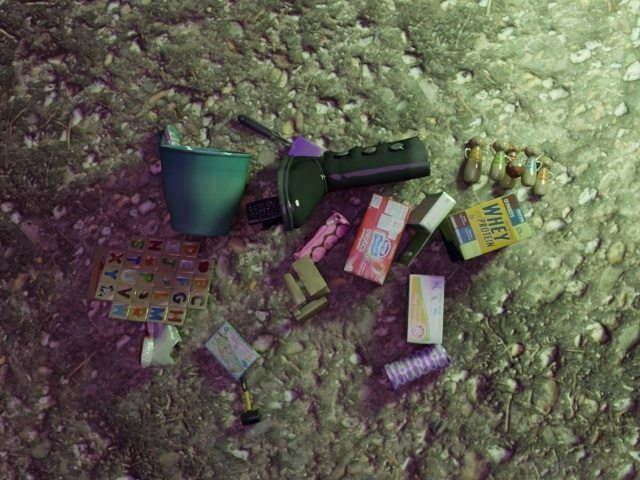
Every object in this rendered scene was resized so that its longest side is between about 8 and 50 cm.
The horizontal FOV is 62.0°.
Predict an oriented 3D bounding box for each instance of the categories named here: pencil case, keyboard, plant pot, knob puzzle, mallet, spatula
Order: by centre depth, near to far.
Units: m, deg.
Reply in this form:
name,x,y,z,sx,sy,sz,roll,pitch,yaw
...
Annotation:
name,x,y,z,sx,sy,sz,roll,pitch,yaw
pencil case,0.295,0.383,1.624,0.206,0.086,0.088,-22,108,3
plant pot,-0.357,-0.152,1.631,0.272,0.271,0.255,7,101,4
pencil case,0.000,0.000,1.663,0.095,0.098,0.209,42,90,6
mallet,-0.224,0.480,1.672,0.063,0.039,0.189,-7,81,4
keyboard,-0.142,-0.094,1.711,0.192,0.038,0.100,-13,85,3
knob puzzle,-0.644,0.116,1.728,0.213,0.030,0.213,0,85,4
spatula,-0.140,-0.333,1.733,0.297,0.030,0.084,29,92,6

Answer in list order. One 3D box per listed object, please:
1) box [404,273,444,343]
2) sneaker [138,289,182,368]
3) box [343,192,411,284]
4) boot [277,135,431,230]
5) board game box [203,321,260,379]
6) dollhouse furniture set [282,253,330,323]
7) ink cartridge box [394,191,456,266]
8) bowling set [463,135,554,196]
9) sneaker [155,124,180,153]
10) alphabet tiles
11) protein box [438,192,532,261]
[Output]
name,x,y,z,sx,sy,sz,roll,pitch,yaw
box,0.313,0.206,1.618,0.103,0.114,0.203,3,87,4
sneaker,-0.495,0.275,1.688,0.121,0.099,0.262,12,77,-22
box,0.173,-0.001,1.639,0.128,0.122,0.256,21,87,5
boot,0.105,-0.177,1.563,0.446,0.367,0.146,-5,126,2
board game box,-0.279,0.347,1.677,0.154,0.026,0.103,44,89,14
dollhouse furniture set,-0.052,0.152,1.645,0.144,0.151,0.123,-34,63,1
ink cartridge box,0.296,-0.037,1.609,0.056,0.171,0.235,39,89,-6
bowling set,0.591,-0.242,1.602,0.287,0.200,0.154,11,85,1
sneaker,-0.497,-0.290,1.746,0.076,0.065,0.166,-15,81,19
alphabet tiles,-0.514,0.120,1.668,0.343,0.011,0.285,6,62,1
protein box,0.479,-0.033,1.584,0.201,0.200,0.135,-20,85,1
